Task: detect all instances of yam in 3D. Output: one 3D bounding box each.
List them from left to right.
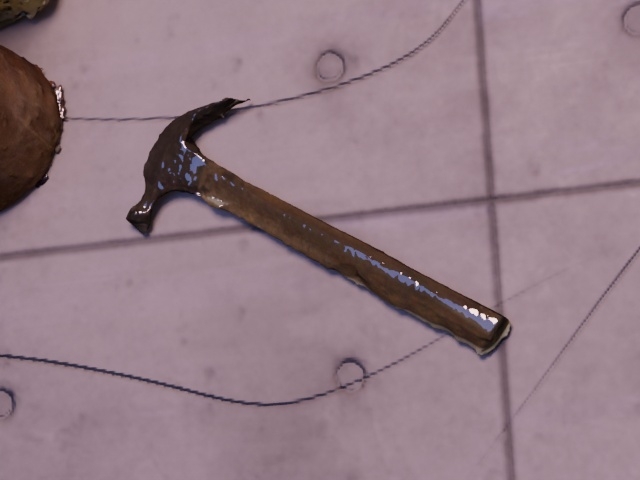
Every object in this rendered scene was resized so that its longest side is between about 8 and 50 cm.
[{"bbox_3d":[-0.295,-0.100,1.274,0.128,0.238,0.129,1,80,25],"label":"yam"}]

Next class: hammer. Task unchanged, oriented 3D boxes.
[{"bbox_3d":[0.000,0.000,1.262,0.297,0.027,0.125,30,98,21],"label":"hammer"}]

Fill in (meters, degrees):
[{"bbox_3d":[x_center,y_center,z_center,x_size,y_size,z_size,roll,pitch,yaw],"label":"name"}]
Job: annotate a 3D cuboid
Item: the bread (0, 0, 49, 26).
[{"bbox_3d":[-0.347,-0.305,1.313,0.279,0.248,0.315,-21,75,16],"label":"bread"}]
